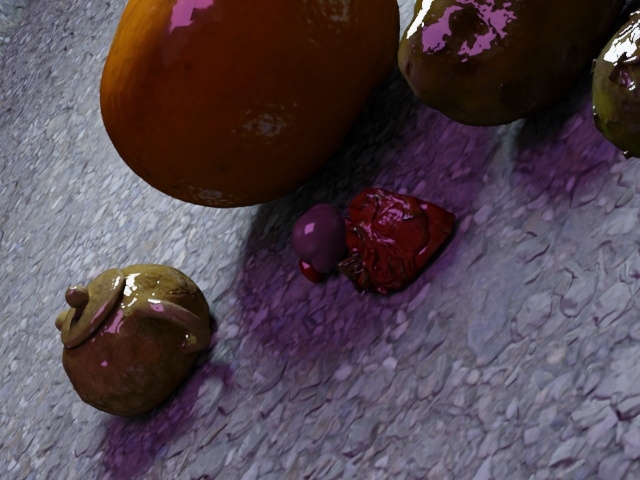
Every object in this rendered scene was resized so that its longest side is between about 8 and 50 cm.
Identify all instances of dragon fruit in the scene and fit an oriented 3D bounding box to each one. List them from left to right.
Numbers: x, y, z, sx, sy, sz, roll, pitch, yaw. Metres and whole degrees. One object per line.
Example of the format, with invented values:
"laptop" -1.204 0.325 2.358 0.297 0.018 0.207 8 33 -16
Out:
"dragon fruit" 0.062 0.000 1.747 0.162 0.083 0.106 3 61 59

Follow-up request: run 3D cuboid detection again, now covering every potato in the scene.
"potato" 0.233 -0.281 1.698 0.369 0.176 0.195 -54 16 1
"potato" 0.357 -0.172 1.371 0.298 0.141 0.176 -37 38 33

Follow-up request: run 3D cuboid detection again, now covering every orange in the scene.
"orange" -0.086 -0.234 2.027 0.424 0.326 0.424 -56 18 29

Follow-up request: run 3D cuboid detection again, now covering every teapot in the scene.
"teapot" -0.250 0.108 2.044 0.311 0.167 0.203 -9 48 57

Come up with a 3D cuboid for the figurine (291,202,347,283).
"figurine" 0.000 0.000 1.868 0.071 0.067 0.083 122 149 -45
